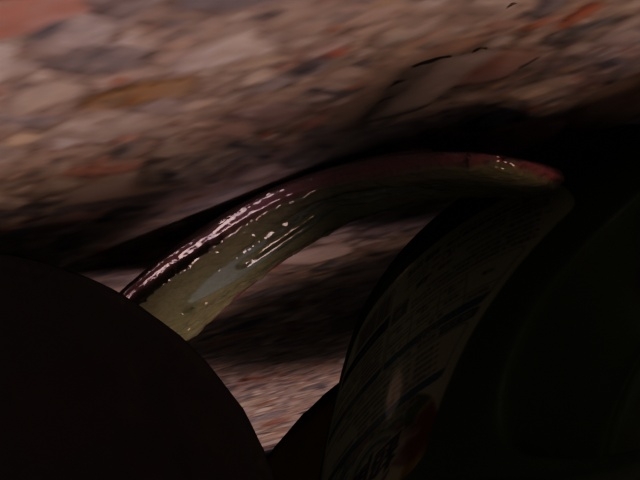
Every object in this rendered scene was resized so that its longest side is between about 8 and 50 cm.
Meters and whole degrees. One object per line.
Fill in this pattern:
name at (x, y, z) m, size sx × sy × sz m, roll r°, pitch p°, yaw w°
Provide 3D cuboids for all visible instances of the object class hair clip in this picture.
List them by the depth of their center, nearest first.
hair clip at (-0.001, -0.001, 0.475) m, size 0.137 × 0.022 × 0.054 m, roll -24°, pitch 166°, yaw 28°

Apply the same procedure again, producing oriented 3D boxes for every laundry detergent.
laundry detergent at (0.051, 0.061, 0.430) m, size 0.144 × 0.078 × 0.222 m, roll -36°, pitch -163°, yaw 26°

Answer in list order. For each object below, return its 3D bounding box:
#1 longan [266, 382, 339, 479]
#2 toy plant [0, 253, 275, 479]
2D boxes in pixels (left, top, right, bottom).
longan at (0.181, 0.182, 0.694) m, size 0.435 × 0.404 × 0.404 m, roll -24°, pitch 168°, yaw 5°
toy plant at (-0.132, 0.166, 0.541) m, size 0.279 × 0.185 × 0.400 m, roll 15°, pitch 145°, yaw -14°
